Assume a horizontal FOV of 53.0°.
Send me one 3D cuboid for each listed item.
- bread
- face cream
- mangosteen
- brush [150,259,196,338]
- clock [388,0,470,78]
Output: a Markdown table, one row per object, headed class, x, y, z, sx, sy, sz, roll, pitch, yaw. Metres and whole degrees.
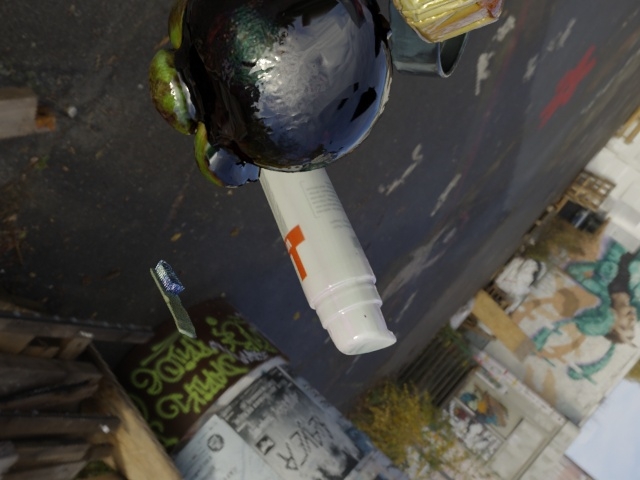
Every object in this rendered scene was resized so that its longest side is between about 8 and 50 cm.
| class | x | y | z | sx | sy | sz | roll | pitch | yaw |
| --- | --- | --- | --- | --- | --- | --- | --- | --- | --- |
| bread | 0.118 | -0.267 | 0.605 | 0.114 | 0.132 | 0.190 | -15 | 178 | 26 |
| face cream | 0.000 | 0.000 | 0.914 | 0.102 | 0.345 | 0.102 | -19 | 157 | -8 |
| mangosteen | -0.047 | -0.167 | 0.618 | 0.243 | 0.243 | 0.243 | -43 | 160 | -20 |
| brush | -0.219 | 0.085 | 0.972 | 0.030 | 0.178 | 0.033 | -46 | 130 | 2 |
| clock | 0.189 | -0.429 | 0.937 | 0.386 | 0.077 | 0.385 | 15 | 90 | -73 |
